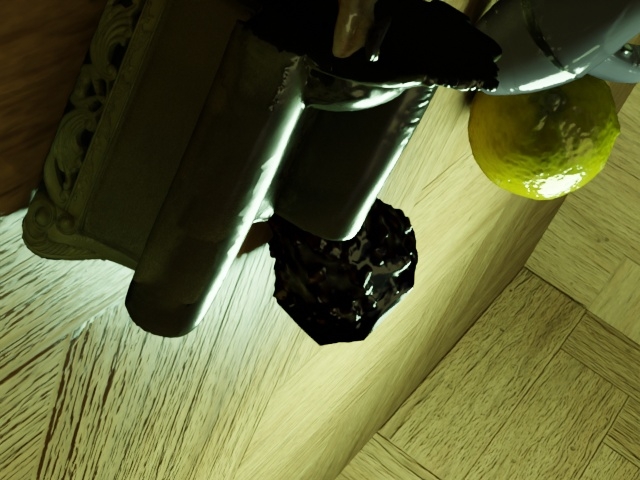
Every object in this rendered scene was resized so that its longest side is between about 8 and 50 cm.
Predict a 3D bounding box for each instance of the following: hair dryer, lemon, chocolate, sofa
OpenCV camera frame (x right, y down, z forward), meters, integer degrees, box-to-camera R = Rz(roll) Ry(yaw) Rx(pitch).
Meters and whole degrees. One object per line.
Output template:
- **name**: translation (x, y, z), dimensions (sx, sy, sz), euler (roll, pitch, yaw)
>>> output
- **hair dryer**: translation (0.360, -0.243, 1.214), dimensions (0.301, 0.121, 0.361), euler (-24, 165, 31)
- **lemon**: translation (0.286, -0.149, 1.376), dimensions (0.192, 0.192, 0.231), euler (-54, 174, -2)
- **chocolate**: translation (0.000, 0.000, 0.974), dimensions (0.156, 0.156, 0.133), euler (-54, 147, -4)
- **sofa**: translation (-0.019, -0.057, 0.631), dimensions (0.258, 0.182, 0.200), euler (-29, 151, -60)

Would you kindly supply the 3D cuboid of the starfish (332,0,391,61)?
- **starfish**: translation (0.097, -0.279, 0.555), dimensions (0.384, 0.132, 0.398), euler (-49, 158, -51)
